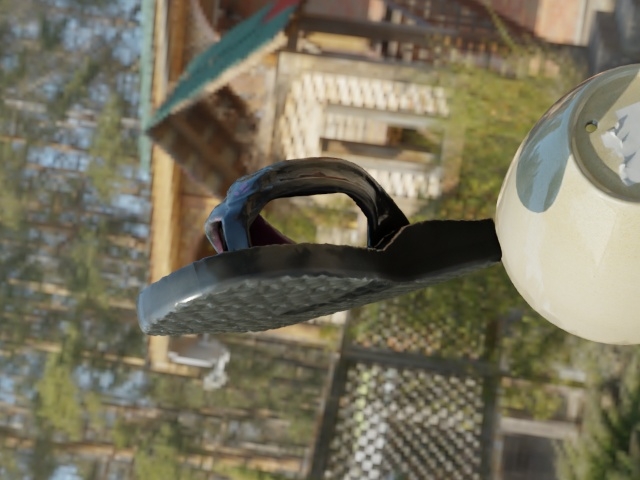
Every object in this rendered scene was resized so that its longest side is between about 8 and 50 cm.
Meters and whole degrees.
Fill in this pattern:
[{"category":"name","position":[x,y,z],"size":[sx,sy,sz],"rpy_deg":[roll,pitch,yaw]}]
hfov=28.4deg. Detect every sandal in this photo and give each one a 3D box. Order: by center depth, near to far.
[{"category":"sandal","position":[-0.001,0.001,0.958],"size":[0.446,0.168,0.107],"rpy_deg":[-5,-103,-64]}]

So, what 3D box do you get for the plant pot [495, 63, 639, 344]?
[{"category":"plant pot","position":[0.289,-0.054,1.171],"size":[0.274,0.256,0.256],"rpy_deg":[60,-142,-73]}]
